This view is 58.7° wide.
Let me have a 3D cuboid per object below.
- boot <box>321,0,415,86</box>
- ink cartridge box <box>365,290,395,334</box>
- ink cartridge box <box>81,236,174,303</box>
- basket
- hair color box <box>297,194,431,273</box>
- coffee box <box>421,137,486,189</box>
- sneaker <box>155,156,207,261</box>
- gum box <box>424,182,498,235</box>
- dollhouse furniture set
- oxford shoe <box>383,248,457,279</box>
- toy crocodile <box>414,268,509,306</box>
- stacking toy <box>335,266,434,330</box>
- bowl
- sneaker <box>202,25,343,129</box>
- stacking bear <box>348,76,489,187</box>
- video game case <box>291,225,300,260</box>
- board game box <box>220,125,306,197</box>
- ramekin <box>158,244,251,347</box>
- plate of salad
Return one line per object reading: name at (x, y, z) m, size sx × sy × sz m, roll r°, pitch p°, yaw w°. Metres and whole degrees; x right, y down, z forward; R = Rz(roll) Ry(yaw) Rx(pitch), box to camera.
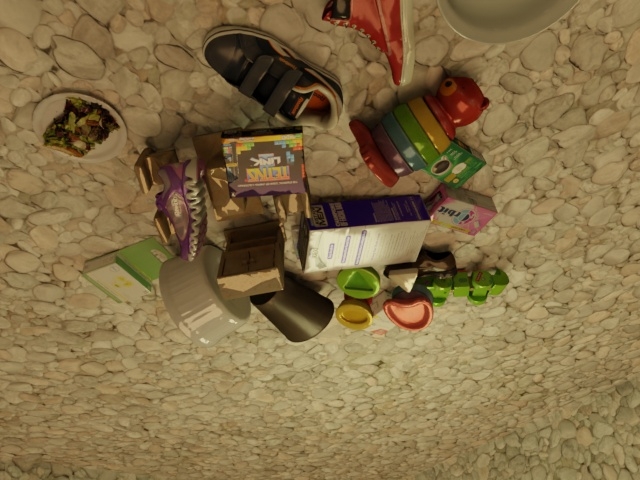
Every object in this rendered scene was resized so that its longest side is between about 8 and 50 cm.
boot at (0.097, -0.413, 1.139) m, size 0.176 × 0.088 × 0.244 m, roll -10°, pitch 132°, yaw 4°
ink cartridge box at (0.227, 0.242, 1.956) m, size 0.115 × 0.067 × 0.198 m, roll 22°, pitch 134°, yaw -31°
ink cartridge box at (-0.543, 0.092, 1.662) m, size 0.234 × 0.056 × 0.171 m, roll -18°, pitch 139°, yaw 15°
basket at (-0.102, 0.199, 1.792) m, size 0.204 × 0.154 × 0.227 m, roll -28°, pitch 133°, yaw 22°
hair color box at (0.114, -0.018, 1.575) m, size 0.338 × 0.110 × 0.185 m, roll -6°, pitch 141°, yaw -14°
coffee box at (0.321, -0.208, 1.452) m, size 0.184 × 0.041 × 0.113 m, roll 21°, pitch 132°, yaw -31°
sneaker at (-0.304, -0.068, 1.237) m, size 0.104 × 0.095 × 0.237 m, roll 3°, pitch 113°, yaw 0°
gum box at (0.383, -0.087, 1.590) m, size 0.188 × 0.062 × 0.107 m, roll 14°, pitch 135°, yaw -24°
dollhouse furniture set at (-0.203, -0.094, 1.422) m, size 0.361 × 0.257 × 0.395 m, roll -10°, pitch 119°, yaw 2°
oxford shoe at (0.304, 0.070, 1.770) m, size 0.227 × 0.083 × 0.096 m, roll -10°, pitch 115°, yaw 9°
toy crocodile at (0.446, 0.142, 1.859) m, size 0.340 × 0.105 × 0.115 m, roll -2°, pitch 141°, yaw 1°
stacking toy at (0.195, 0.143, 1.753) m, size 0.308 × 0.130 × 0.280 m, roll 1°, pitch 132°, yaw 17°
bowl at (0.334, -0.515, 1.014) m, size 0.297 × 0.134 × 0.298 m, roll -5°, pitch 140°, yaw -4°
sneaker at (-0.089, -0.329, 1.177) m, size 0.320 × 0.128 × 0.126 m, roll 16°, pitch 136°, yaw -24°
stacking bear at (0.236, -0.262, 1.294) m, size 0.289 × 0.176 × 0.164 m, roll -33°, pitch 133°, yaw 17°
video game case at (0.000, 0.000, 1.667) m, size 0.157 × 0.019 × 0.143 m, roll -8°, pitch 141°, yaw -1°
board game box at (-0.117, -0.166, 1.209) m, size 0.170 × 0.048 × 0.141 m, roll -5°, pitch 121°, yaw -1°
ramekin at (-0.314, 0.148, 1.603) m, size 0.135 × 0.277 × 0.277 m, roll -28°, pitch 137°, yaw 13°
plate of salad at (-0.536, -0.240, 1.269) m, size 0.199 × 0.048 × 0.200 m, roll -4°, pitch 140°, yaw -4°
